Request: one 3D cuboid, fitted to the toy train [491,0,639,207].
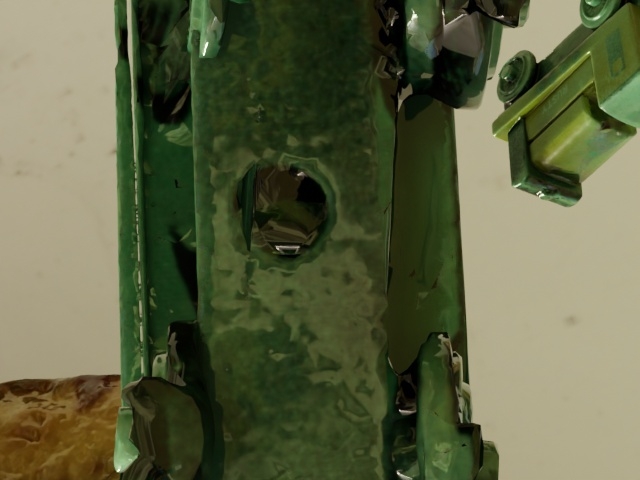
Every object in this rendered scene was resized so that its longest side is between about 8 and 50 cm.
[{"bbox_3d":[0.126,-0.070,0.818,0.050,0.122,0.081,17,-131,-27],"label":"toy train"}]

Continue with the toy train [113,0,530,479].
[{"bbox_3d":[0.000,0.000,0.488,0.154,0.115,0.269,81,-174,-82],"label":"toy train"}]

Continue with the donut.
[{"bbox_3d":[-0.203,0.183,1.038,0.295,0.151,0.112,-33,-56,-15],"label":"donut"}]
